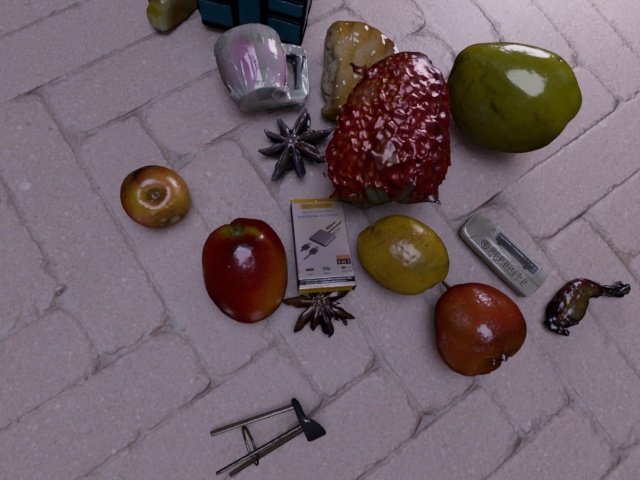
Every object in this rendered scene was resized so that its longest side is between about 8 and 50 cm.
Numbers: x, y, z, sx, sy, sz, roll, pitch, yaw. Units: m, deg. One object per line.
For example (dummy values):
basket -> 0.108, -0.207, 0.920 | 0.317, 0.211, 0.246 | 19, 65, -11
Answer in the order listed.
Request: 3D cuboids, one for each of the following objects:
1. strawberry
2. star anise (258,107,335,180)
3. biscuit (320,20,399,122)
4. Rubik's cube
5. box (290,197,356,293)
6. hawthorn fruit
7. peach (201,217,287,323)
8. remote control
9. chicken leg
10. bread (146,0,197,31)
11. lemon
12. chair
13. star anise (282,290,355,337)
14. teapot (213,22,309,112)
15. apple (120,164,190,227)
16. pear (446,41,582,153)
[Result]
strawberry -> 0.137, -0.239, 0.903 | 0.293, 0.292, 0.342 | -7, 95, -8
star anise -> -0.055, -0.230, 1.003 | 0.181, 0.061, 0.204 | 1, 71, 6
biscuit -> 0.104, -0.423, 1.055 | 0.214, 0.091, 0.273 | 8, 74, -2
Rubik's cube -> -0.141, -0.689, 0.982 | 0.284, 0.288, 0.293 | 15, 76, -6
box -> 0.000, 0.000, 0.942 | 0.129, 0.033, 0.246 | -4, 63, -8
hawthorn fruit -> 0.334, 0.174, 0.910 | 0.197, 0.196, 0.225 | -19, 55, -11
peach -> -0.160, 0.070, 0.889 | 0.196, 0.225, 0.190 | 14, 35, 30
remote control -> 0.443, 0.033, 1.007 | 0.090, 0.049, 0.230 | -43, 84, -15
chicken leg -> 0.649, 0.144, 1.006 | 0.254, 0.051, 0.105 | -23, 86, -12
bread -> -0.383, -0.609, 1.044 | 0.083, 0.094, 0.157 | 36, 83, -2
lemon -> 0.183, 0.031, 0.919 | 0.207, 0.170, 0.170 | 39, 75, 7
chair -> -0.107, 0.394, 0.837 | 0.222, 0.104, 0.095 | -20, 63, -8
star anise -> -0.003, 0.141, 0.925 | 0.168, 0.057, 0.167 | 2, 77, -8
teapot -> -0.142, -0.399, 1.007 | 0.164, 0.222, 0.177 | -19, 82, 34
apple -> -0.364, -0.098, 0.902 | 0.147, 0.146, 0.146 | 2, 77, -6
pear -> 0.453, -0.348, 0.997 | 0.308, 0.253, 0.252 | 28, 75, 2
